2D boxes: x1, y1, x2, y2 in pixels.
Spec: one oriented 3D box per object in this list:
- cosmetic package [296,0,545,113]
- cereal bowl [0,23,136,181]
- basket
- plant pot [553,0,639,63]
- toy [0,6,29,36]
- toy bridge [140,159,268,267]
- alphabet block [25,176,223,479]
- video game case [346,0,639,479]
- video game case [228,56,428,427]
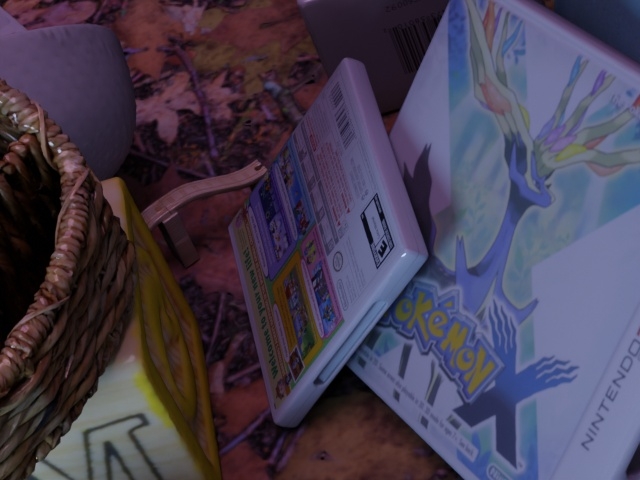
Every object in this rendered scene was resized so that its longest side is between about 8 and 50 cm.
[{"bbox_3d":[0.069,-0.298,1.561,0.197,0.155,0.366,-18,48,8],"label":"cosmetic package"},{"bbox_3d":[-0.295,-0.044,1.402,0.339,0.339,0.141,-22,88,0],"label":"cereal bowl"},{"bbox_3d":[-0.268,0.032,1.083,0.213,0.223,0.299,18,57,31],"label":"basket"},{"bbox_3d":[0.309,-0.136,1.235,0.271,0.272,0.255,-35,54,-12],"label":"plant pot"},{"bbox_3d":[-0.369,-0.184,1.685,0.137,0.056,0.237,-38,54,-19],"label":"toy"},{"bbox_3d":[-0.119,-0.007,1.435,0.188,0.063,0.026,-36,48,-13],"label":"toy bridge"},{"bbox_3d":[-0.197,0.102,1.280,0.197,0.193,0.192,-16,49,5],"label":"alphabet block"},{"bbox_3d":[0.138,0.009,1.200,0.329,0.036,0.300,42,114,47],"label":"video game case"},{"bbox_3d":[0.000,0.000,1.329,0.193,0.023,0.212,-54,35,33],"label":"video game case"}]
